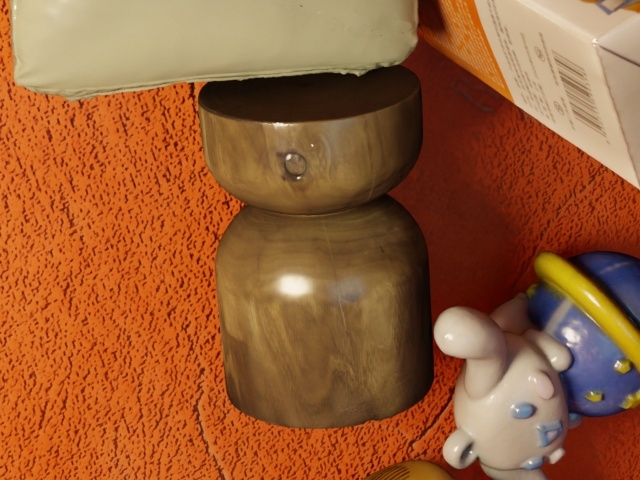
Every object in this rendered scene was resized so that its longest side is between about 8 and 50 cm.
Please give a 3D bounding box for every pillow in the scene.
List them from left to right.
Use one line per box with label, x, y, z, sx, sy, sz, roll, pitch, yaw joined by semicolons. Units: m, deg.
pillow;-0.083;-0.237;1.494;0.322;0.120;0.255;-6;109;-11

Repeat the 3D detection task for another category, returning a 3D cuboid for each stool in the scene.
stool;0.000;0.000;1.600;0.179;0.179;0.264;-13;114;-21

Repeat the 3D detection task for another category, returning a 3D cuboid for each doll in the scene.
doll;0.190;0.089;1.725;0.243;0.159;0.311;-37;143;7

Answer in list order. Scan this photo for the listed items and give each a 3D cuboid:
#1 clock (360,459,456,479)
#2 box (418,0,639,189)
clock;0.032;0.332;1.706;0.317;0.244;0.200;-44;105;-9
box;0.223;-0.210;1.538;0.225;0.341;0.143;-32;127;-11
